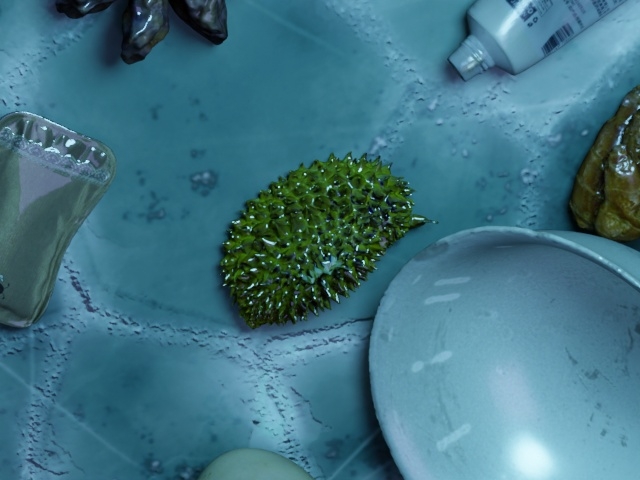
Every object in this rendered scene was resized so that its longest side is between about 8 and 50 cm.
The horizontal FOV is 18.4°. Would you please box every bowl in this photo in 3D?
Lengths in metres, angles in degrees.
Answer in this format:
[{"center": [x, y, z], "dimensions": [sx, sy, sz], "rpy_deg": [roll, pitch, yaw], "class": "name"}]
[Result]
[{"center": [0.277, 0.146, 1.979], "dimensions": [0.196, 0.434, 0.435], "rpy_deg": [-36, 127, -43], "class": "bowl"}]

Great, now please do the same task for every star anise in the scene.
[{"center": [-0.141, -0.271, 1.797], "dimensions": [0.223, 0.109, 0.236], "rpy_deg": [-14, 115, -8], "class": "star anise"}]

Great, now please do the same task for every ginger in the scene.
[{"center": [0.302, -0.070, 1.970], "dimensions": [0.073, 0.103, 0.162], "rpy_deg": [8, 112, -24], "class": "ginger"}]

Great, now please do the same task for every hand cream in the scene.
[{"center": [0.263, -0.268, 1.901], "dimensions": [0.340, 0.078, 0.124], "rpy_deg": [-38, 115, 0], "class": "hand cream"}]

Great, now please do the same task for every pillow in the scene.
[{"center": [-0.294, -0.019, 1.923], "dimensions": [0.130, 0.033, 0.217], "rpy_deg": [24, 108, -21], "class": "pillow"}]

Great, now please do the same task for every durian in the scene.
[{"center": [0.000, 0.000, 1.955], "dimensions": [0.220, 0.095, 0.137], "rpy_deg": [-34, 117, -1], "class": "durian"}]

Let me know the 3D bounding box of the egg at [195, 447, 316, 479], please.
[{"center": [-0.057, 0.332, 2.046], "dimensions": [0.188, 0.188, 0.254], "rpy_deg": [-15, 108, -3], "class": "egg"}]
